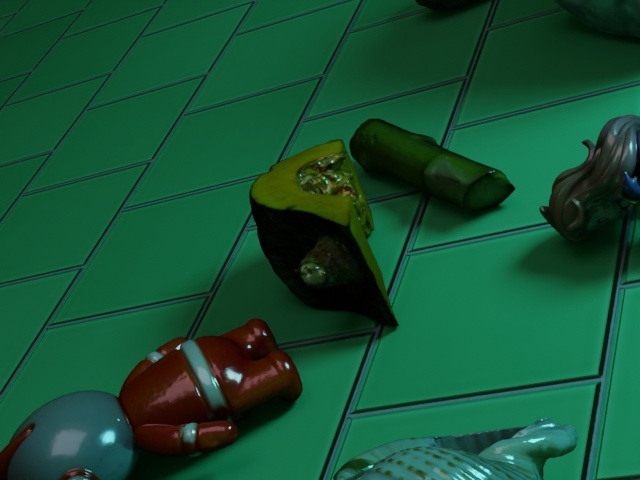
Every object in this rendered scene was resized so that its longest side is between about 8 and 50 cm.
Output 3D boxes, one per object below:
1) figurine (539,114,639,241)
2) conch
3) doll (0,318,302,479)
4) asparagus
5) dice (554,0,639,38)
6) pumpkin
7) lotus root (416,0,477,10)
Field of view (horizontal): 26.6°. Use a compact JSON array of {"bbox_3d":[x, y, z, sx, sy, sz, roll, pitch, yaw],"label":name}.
[{"bbox_3d":[0.284,-0.060,1.295,0.157,0.114,0.126,-10,18,34],"label":"figurine"},{"bbox_3d":[0.102,0.210,0.998,0.200,0.131,0.172,-8,-6,-20],"label":"conch"},{"bbox_3d":[-0.185,0.185,1.329,0.336,0.105,0.200,-25,30,-10],"label":"doll"},{"bbox_3d":[0.120,-0.084,1.539,0.067,0.060,0.277,-17,24,-21],"label":"asparagus"},{"bbox_3d":[0.423,-0.456,1.592,0.328,0.330,0.348,-39,28,-17],"label":"dice"},{"bbox_3d":[-0.003,0.003,1.434,0.126,0.131,0.248,-17,24,3],"label":"pumpkin"},{"bbox_3d":[0.202,-0.376,1.926,0.165,0.088,0.088,-10,32,11],"label":"lotus root"}]
